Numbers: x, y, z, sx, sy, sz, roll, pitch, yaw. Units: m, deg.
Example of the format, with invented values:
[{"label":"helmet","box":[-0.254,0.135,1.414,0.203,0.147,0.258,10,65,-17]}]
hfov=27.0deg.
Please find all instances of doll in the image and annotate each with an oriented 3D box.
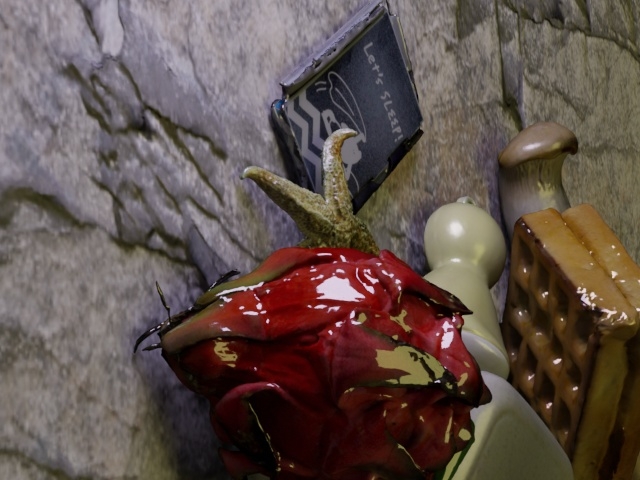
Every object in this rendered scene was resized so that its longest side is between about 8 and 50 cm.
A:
[{"label":"doll","box":[0.140,0.069,1.421,0.141,0.117,0.296,40,37,-28]}]

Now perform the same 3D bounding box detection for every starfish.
[{"label":"starfish","box":[0.001,0.000,1.214,0.223,0.050,0.217,39,72,-36]}]

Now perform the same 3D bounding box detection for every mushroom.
[{"label":"mushroom","box":[0.285,0.013,1.688,0.159,0.122,0.329,-124,-157,-75]}]

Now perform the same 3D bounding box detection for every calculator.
[{"label":"calculator","box":[0.036,-0.129,1.329,0.274,0.028,0.166,-49,127,-52]}]

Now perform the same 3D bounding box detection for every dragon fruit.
[{"label":"dragon fruit","box":[-0.004,0.097,1.052,0.293,0.233,0.234,26,63,-33]}]

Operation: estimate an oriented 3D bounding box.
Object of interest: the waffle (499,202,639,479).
[{"label":"waffle","box":[0.271,0.148,1.456,0.224,0.098,0.328,-116,-157,-52]}]

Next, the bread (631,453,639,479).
[{"label":"bread","box":[0.502,0.266,1.635,0.345,0.242,0.405,-4,78,-71]}]

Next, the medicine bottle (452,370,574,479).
[{"label":"medicine bottle","box":[0.097,0.315,1.226,0.282,0.123,0.375,48,61,-42]}]
